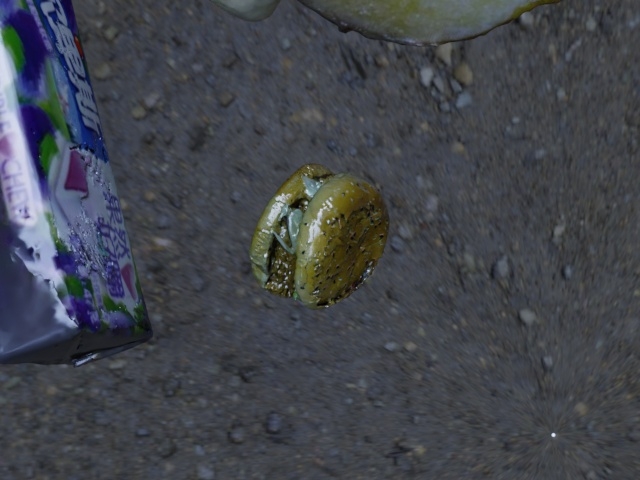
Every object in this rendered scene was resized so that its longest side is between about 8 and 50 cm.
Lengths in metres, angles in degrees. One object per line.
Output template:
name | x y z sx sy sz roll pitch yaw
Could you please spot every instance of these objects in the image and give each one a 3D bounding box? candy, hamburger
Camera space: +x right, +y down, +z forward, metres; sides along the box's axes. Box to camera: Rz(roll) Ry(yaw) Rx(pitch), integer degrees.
candy | -0.156 -0.090 0.615 0.061 0.088 0.312 -19 81 18
hamburger | 0.000 0.000 1.489 0.113 0.185 0.177 31 102 24

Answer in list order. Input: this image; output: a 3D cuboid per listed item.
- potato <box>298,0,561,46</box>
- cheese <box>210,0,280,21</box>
potato | 0.113 -0.434 1.243 0.442 0.385 0.319 19 40 -11
cheese | -0.231 -0.473 1.795 0.328 0.130 0.351 -6 124 8
